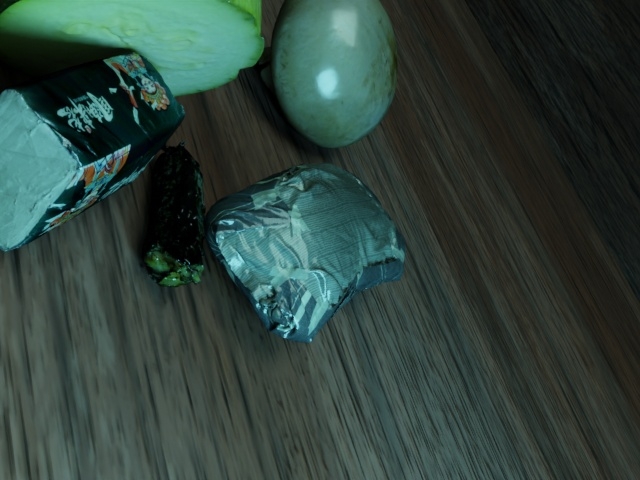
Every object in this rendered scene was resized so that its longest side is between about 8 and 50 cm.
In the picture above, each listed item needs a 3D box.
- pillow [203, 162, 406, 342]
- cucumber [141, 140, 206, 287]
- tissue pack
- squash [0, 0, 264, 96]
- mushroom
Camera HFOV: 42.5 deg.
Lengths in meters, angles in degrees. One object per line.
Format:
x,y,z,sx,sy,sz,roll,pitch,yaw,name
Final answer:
0.000,0.000,0.846,0.161,0.093,0.335,61,25,1,pillow
-0.124,-0.027,0.715,0.053,0.053,0.181,37,29,-33,cucumber
-0.182,-0.073,0.611,0.090,0.103,0.170,48,26,-7,tissue pack
-0.152,-0.172,0.657,0.219,0.219,0.041,12,70,-55,squash
0.008,-0.235,1.084,0.226,0.178,0.226,-2,92,-57,mushroom
